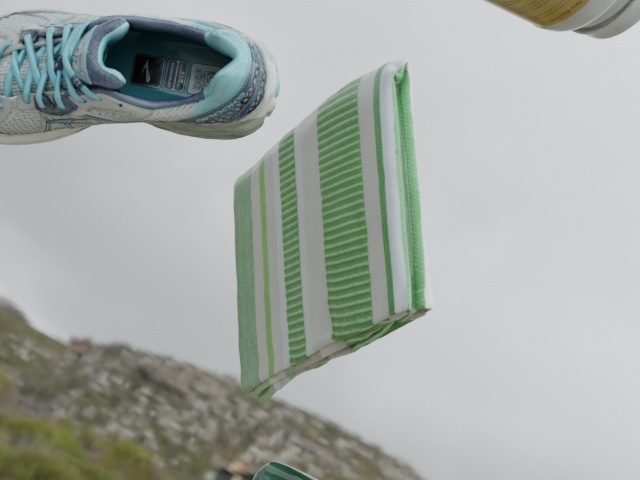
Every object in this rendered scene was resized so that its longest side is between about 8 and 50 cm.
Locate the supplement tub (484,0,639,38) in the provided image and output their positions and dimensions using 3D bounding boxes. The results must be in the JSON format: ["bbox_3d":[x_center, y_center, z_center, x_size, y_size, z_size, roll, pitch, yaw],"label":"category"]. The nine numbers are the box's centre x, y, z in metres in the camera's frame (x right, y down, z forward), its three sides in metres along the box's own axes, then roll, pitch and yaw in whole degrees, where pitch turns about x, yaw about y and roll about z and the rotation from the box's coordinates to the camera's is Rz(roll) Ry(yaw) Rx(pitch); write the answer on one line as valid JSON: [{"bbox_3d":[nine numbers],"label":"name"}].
[{"bbox_3d":[0.266,-0.397,1.590,0.316,0.228,0.228,20,-10,-27],"label":"supplement tub"}]

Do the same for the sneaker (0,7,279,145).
[{"bbox_3d":[-0.175,-0.135,0.957,0.283,0.110,0.122,-2,-5,3],"label":"sneaker"}]

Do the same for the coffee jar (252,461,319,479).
[{"bbox_3d":[0.025,0.236,0.939,0.184,0.096,0.079,15,-28,27],"label":"coffee jar"}]

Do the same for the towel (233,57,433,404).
[{"bbox_3d":[0.000,0.000,1.182,0.038,0.248,0.325,6,-22,-27],"label":"towel"}]
